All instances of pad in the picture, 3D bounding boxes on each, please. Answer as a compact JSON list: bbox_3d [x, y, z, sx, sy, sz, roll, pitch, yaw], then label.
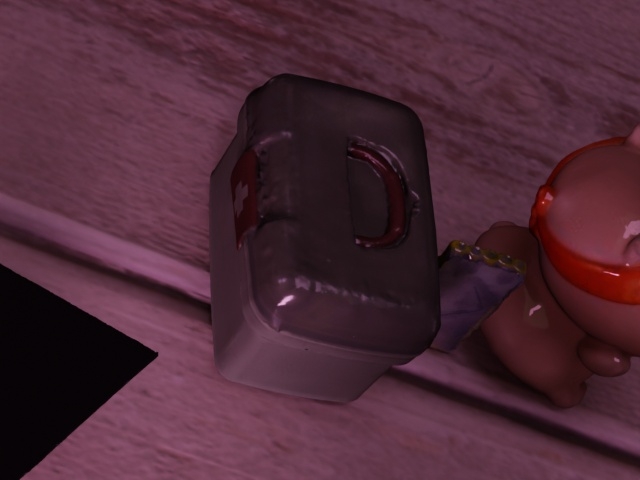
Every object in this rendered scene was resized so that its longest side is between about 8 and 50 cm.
[{"bbox_3d":[-0.274,0.051,1.161,0.300,0.005,0.202,27,41,18],"label":"pad"}]

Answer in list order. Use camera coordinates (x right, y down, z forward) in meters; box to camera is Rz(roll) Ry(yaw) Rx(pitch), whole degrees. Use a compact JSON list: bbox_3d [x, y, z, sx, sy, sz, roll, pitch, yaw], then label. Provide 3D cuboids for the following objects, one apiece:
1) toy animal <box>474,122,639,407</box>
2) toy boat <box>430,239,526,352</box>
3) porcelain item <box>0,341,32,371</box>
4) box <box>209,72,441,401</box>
[{"bbox_3d":[0.205,0.015,1.413,0.171,0.198,0.171,22,48,-27],"label":"toy animal"},{"bbox_3d":[0.095,0.041,1.388,0.063,0.115,0.016,18,52,-19],"label":"toy boat"},{"bbox_3d":[-0.272,0.116,1.147,0.216,0.081,0.069,-13,81,-34],"label":"porcelain item"},{"bbox_3d":[0.000,0.000,1.354,0.148,0.129,0.210,13,52,-22],"label":"box"}]
